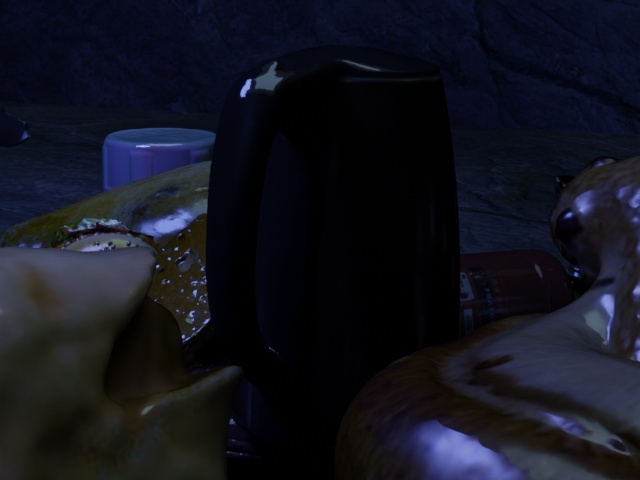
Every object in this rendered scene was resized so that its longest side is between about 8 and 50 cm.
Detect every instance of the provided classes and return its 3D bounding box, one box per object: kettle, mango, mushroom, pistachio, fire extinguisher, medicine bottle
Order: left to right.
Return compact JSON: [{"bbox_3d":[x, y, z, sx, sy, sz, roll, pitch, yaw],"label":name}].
[{"bbox_3d":[-0.155,0.106,0.704,0.238,0.229,0.321,-30,7,3],"label":"pistachio"},{"bbox_3d":[-0.150,0.018,1.280,0.329,0.176,0.176,-14,-30,15],"label":"mango"},{"bbox_3d":[-0.165,-0.028,1.434,0.135,0.168,0.135,1,11,0],"label":"medicine bottle"},{"bbox_3d":[0.000,0.000,0.822,0.144,0.232,0.202,11,16,40],"label":"kettle"},{"bbox_3d":[0.135,0.070,1.169,0.337,0.106,0.147,-4,25,-18],"label":"fire extinguisher"},{"bbox_3d":[0.171,0.096,0.661,0.345,0.260,0.345,5,11,-1],"label":"mushroom"}]

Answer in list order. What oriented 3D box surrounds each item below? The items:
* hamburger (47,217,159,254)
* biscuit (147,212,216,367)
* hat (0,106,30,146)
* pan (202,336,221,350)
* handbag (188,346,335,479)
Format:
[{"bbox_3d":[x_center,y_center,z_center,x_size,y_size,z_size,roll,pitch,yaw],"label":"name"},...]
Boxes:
[{"bbox_3d":[-0.176,0.050,1.142,0.126,0.141,0.081,-7,-3,7],"label":"hamburger"},{"bbox_3d":[-0.130,0.070,1.031,0.237,0.026,0.131,-45,34,-22],"label":"biscuit"},{"bbox_3d":[-0.354,0.004,1.152,0.209,0.238,0.336,-12,7,-38],"label":"hat"},{"bbox_3d":[-0.049,0.054,1.052,0.128,0.048,0.202,-36,28,-2],"label":"pan"},{"bbox_3d":[0.001,0.132,0.936,0.216,0.074,0.203,0,12,4],"label":"handbag"}]
